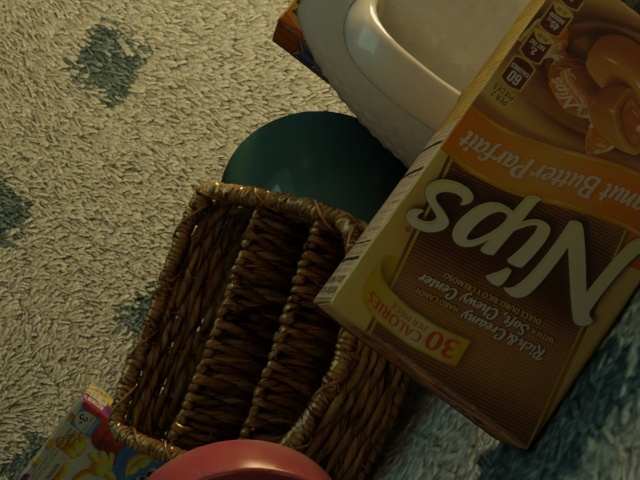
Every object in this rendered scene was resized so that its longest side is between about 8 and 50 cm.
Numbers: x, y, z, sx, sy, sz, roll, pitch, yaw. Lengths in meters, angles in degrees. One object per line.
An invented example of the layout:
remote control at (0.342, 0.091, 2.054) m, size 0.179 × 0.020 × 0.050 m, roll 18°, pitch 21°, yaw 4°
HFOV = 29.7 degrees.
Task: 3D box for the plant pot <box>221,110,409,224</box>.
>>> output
plant pot at (0.000, 0.000, 1.694) m, size 0.293 × 0.293 × 0.235 m, roll -51°, pitch 21°, yaw 24°

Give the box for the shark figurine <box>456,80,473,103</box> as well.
shark figurine at (0.189, -0.047, 1.094) m, size 0.166 × 0.116 × 0.278 m, roll -57°, pitch -31°, yaw -63°

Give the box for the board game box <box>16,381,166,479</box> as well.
board game box at (-0.197, 0.305, 1.372) m, size 0.144 × 0.275 × 0.142 m, roll -54°, pitch 6°, yaw -4°

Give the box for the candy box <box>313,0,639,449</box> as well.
candy box at (0.161, -0.025, 0.915) m, size 0.316 × 0.183 × 0.087 m, roll -54°, pitch 5°, yaw -9°

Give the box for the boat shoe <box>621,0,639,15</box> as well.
boat shoe at (0.343, -0.298, 1.461) m, size 0.302 × 0.114 × 0.091 m, roll -54°, pitch 0°, yaw 1°

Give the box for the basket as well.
basket at (-0.046, 0.106, 1.224) m, size 0.213 × 0.223 × 0.299 m, roll -3°, pitch 62°, yaw 60°

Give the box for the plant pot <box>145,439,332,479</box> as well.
plant pot at (-0.055, 0.279, 0.902) m, size 0.201 × 0.201 × 0.180 m, roll -53°, pitch 20°, yaw 8°

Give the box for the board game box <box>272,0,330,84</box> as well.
board game box at (0.182, -0.324, 1.676) m, size 0.356 × 0.356 × 0.356 m, roll -53°, pitch 6°, yaw 1°

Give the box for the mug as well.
mug at (0.140, -0.193, 1.269) m, size 0.276 × 0.328 × 0.374 m, roll -50°, pitch 3°, yaw 26°
